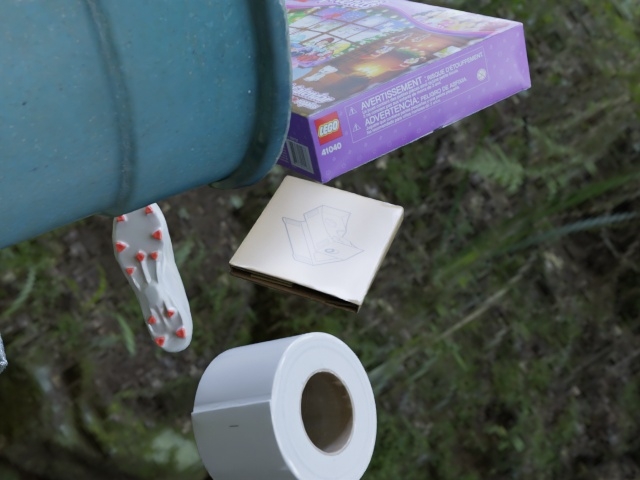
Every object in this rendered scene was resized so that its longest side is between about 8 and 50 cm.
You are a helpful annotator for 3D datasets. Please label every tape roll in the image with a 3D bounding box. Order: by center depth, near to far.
[{"bbox_3d":[-0.051,0.273,1.846,0.246,0.169,0.246,19,65,-47],"label":"tape roll"}]

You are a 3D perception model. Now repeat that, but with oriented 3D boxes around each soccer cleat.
[{"bbox_3d":[-0.199,0.038,1.427,0.076,0.068,0.196,-86,160,-85],"label":"soccer cleat"}]

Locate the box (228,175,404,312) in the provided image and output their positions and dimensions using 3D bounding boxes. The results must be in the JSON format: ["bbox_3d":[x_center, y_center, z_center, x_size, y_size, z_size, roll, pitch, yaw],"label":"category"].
[{"bbox_3d":[0.000,0.000,1.473,0.201,0.164,0.021,-60,162,-50],"label":"box"}]

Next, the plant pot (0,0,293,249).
[{"bbox_3d":[-0.248,-0.113,0.612,0.341,0.334,0.341,46,-28,33],"label":"plant pot"}]

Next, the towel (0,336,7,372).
[{"bbox_3d":[-0.671,0.205,2.044,0.056,0.312,0.324,30,19,-43],"label":"towel"}]

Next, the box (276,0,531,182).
[{"bbox_3d":[0.000,-0.142,0.991,0.293,0.201,0.057,27,-44,53],"label":"box"}]
